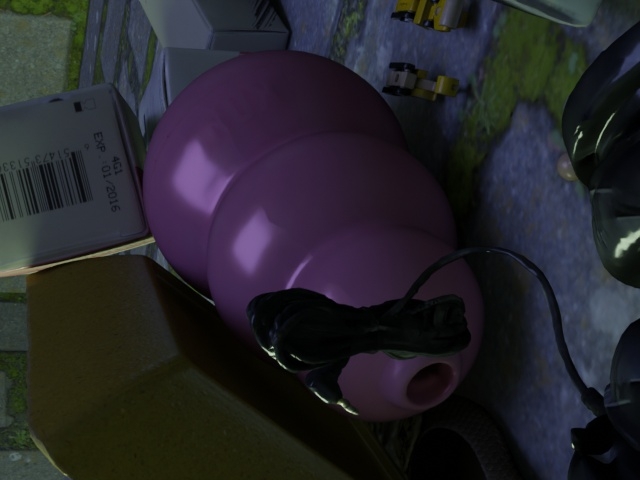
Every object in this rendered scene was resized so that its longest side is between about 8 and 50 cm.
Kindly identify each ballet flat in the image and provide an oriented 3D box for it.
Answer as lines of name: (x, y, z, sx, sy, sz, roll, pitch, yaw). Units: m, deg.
ballet flat: (0.094, 0.165, 0.683, 0.250, 0.058, 0.084, -131, 46, -62)

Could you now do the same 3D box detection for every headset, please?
headset: (0.136, 0.023, 0.401, 0.394, 0.185, 0.243, -10, 77, 58)

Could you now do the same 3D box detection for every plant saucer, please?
plant saucer: (-0.048, 0.134, 0.781, 0.081, 0.333, 0.333, -51, 21, 2)

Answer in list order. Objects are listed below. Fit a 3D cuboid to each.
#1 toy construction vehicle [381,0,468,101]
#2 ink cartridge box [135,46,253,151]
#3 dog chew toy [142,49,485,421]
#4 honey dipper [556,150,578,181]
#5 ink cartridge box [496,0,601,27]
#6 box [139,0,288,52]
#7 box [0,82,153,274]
toy construction vehicle: (0.081, -0.145, 0.814, 0.098, 0.035, 0.085, 19, 94, 67)
ink cartridge box: (-0.106, -0.103, 1.133, 0.218, 0.159, 0.092, 136, 131, -63)
dog chew toy: (0.000, 0.000, 0.783, 0.332, 0.207, 0.206, 53, 137, 50)
honey dipper: (0.165, -0.069, 0.570, 0.160, 0.031, 0.030, 123, 145, -61)
ink cartridge box: (0.137, -0.341, 0.656, 0.385, 0.091, 0.308, -64, 25, 12)
box: (-0.135, -0.271, 1.272, 0.275, 0.094, 0.113, 62, 146, 38)
box: (-0.223, -0.044, 0.955, 0.232, 0.149, 0.126, 170, 86, -86)
